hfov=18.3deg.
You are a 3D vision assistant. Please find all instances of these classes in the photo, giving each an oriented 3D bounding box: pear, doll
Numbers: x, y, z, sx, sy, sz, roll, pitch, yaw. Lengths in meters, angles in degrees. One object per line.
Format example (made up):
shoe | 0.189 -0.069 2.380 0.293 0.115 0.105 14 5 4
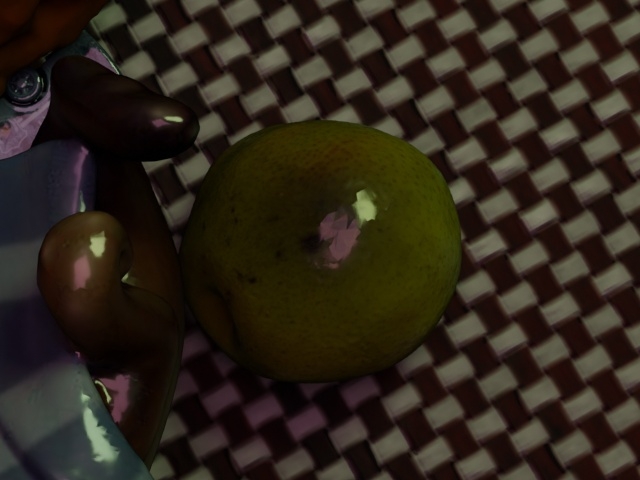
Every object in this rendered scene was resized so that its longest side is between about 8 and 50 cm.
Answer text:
pear | 0.000 0.000 0.966 0.141 0.104 0.141 1 76 -4
doll | -0.164 0.106 0.822 0.209 0.318 0.340 23 53 -22

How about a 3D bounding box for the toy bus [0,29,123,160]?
toy bus | -0.163 -0.032 0.997 0.166 0.047 0.065 -41 84 -7

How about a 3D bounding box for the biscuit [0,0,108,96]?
biscuit | -0.289 -0.156 0.969 0.318 0.110 0.312 -39 72 -7
